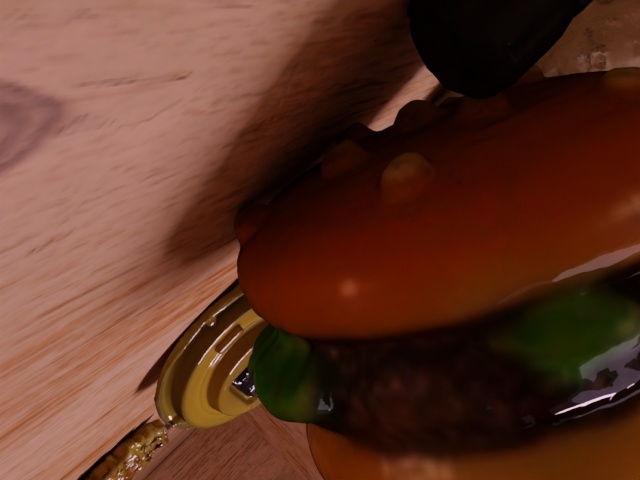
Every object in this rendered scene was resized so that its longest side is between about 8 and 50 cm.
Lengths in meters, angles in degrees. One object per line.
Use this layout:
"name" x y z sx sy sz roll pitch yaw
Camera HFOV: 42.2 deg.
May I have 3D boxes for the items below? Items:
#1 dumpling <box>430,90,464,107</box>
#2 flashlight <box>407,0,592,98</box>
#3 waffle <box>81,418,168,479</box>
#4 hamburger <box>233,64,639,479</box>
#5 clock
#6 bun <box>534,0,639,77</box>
"dumpling" 0.180 -0.104 1.067 0.193 0.147 0.258 -57 -164 -17
"flashlight" 0.215 -0.250 0.585 0.424 0.103 0.103 -43 174 -21
"waffle" -0.338 0.382 1.264 0.254 0.052 0.245 -50 172 28
"hamburger" 0.143 0.018 0.628 0.396 0.277 0.395 -20 -166 5
"clock" -0.082 0.140 0.960 0.237 0.057 0.237 -35 148 -26
"bun" 0.390 -0.241 1.158 0.326 0.234 0.362 -32 169 3
